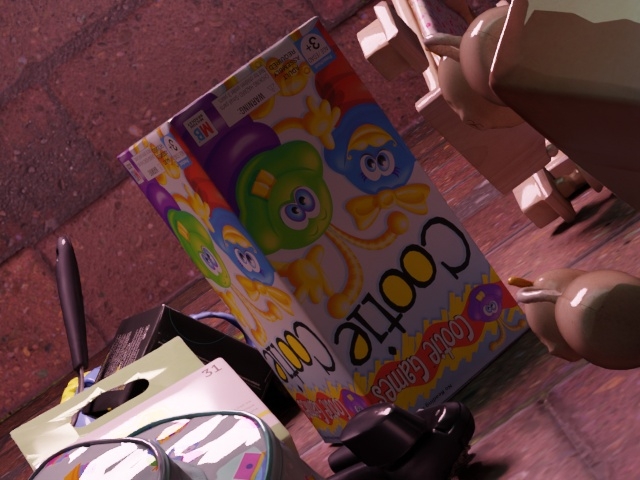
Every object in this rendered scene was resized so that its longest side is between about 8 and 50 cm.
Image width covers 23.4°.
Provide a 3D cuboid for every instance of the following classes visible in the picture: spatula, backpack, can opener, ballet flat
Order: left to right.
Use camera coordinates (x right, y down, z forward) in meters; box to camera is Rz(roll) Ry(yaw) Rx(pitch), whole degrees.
[{"bbox_3d":[-0.227,0.140,1.412,0.030,0.296,0.084,2,-15,-19],"label":"spatula"},{"bbox_3d":[-0.076,0.168,0.735,0.166,0.144,0.188,-15,35,45],"label":"backpack"},{"bbox_3d":[-0.038,0.122,1.457,0.057,0.049,0.173,-37,7,-18],"label":"ballet flat"},{"bbox_3d":[0.041,0.133,0.969,0.059,0.073,0.186,-48,2,-24],"label":"can opener"}]

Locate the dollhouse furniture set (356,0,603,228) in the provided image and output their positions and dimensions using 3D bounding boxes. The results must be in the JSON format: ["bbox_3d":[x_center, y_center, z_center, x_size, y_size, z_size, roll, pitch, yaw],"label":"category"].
[{"bbox_3d":[0.167,-0.205,1.356,0.174,0.355,0.303,-35,45,17],"label":"dollhouse furniture set"}]

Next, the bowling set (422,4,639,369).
[{"bbox_3d":[0.154,0.029,0.654,0.154,0.287,0.199,-159,89,-90],"label":"bowling set"}]

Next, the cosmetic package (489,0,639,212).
[{"bbox_3d":[0.215,-0.068,0.434,0.296,0.129,0.153,12,78,41],"label":"cosmetic package"}]

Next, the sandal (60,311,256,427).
[{"bbox_3d":[-0.160,0.152,1.592,0.138,0.126,0.317,-29,10,23],"label":"sandal"}]

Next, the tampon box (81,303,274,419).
[{"bbox_3d":[-0.131,0.134,1.410,0.101,0.120,0.161,-68,15,-15],"label":"tampon box"}]

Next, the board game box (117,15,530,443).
[{"bbox_3d":[0.000,0.000,1.143,0.142,0.275,0.144,-39,7,-22],"label":"board game box"}]

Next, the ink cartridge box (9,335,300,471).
[{"bbox_3d":[-0.140,0.151,1.202,0.171,0.056,0.235,-29,38,-15],"label":"ink cartridge box"}]
